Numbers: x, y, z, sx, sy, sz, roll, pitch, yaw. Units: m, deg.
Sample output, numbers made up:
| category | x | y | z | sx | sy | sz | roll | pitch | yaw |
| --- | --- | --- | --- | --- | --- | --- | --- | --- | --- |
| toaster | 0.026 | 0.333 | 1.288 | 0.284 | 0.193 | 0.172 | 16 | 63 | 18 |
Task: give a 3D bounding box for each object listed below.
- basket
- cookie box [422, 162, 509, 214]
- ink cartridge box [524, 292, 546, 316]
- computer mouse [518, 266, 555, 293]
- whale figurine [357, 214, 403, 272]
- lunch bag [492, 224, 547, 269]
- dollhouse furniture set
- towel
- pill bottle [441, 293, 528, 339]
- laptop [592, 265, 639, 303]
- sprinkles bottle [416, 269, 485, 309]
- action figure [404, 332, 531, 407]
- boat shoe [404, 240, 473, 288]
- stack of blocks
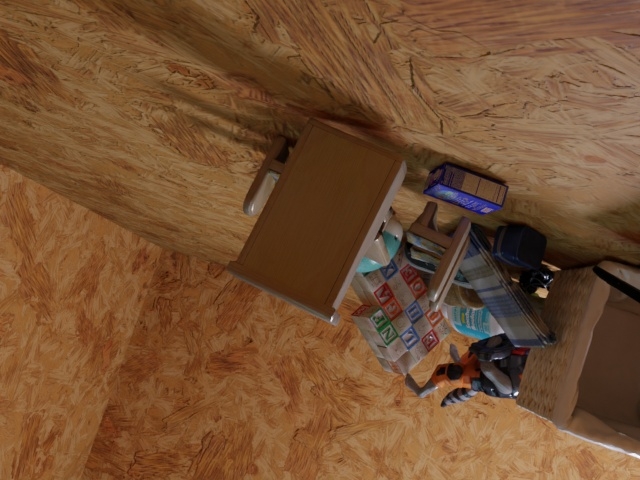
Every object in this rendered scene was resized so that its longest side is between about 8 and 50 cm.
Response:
| category | x | y | z | sx | sy | sz | roll | pitch | yaw |
| --- | --- | --- | --- | --- | --- | --- | --- | --- | --- |
| basket | 0.601 | 0.244 | 1.594 | 0.329 | 0.331 | 0.266 | 18 | 173 | -6 |
| cookie box | 0.226 | -0.079 | 1.281 | 0.107 | 0.040 | 0.092 | 20 | 172 | -6 |
| ink cartridge box | 0.483 | 0.150 | 1.916 | 0.171 | 0.056 | 0.235 | 11 | -154 | -12 |
| computer mouse | 0.574 | 0.135 | 1.807 | 0.272 | 0.072 | 0.188 | 17 | 171 | 4 |
| whale figurine | 0.035 | -0.016 | 1.722 | 0.272 | 0.141 | 0.216 | 13 | 170 | 31 |
| lunch bag | 0.360 | 0.012 | 1.490 | 0.098 | 0.067 | 0.065 | 24 | 170 | -42 |
| dollhouse furniture set | 0.028 | 0.007 | 1.344 | 0.362 | 0.256 | 0.394 | 25 | 173 | 14 |
| towel | 0.354 | 0.095 | 1.649 | 0.285 | 0.034 | 0.209 | 55 | 171 | 4 |
| pill bottle | 0.431 | 0.188 | 2.142 | 0.146 | 0.146 | 0.264 | 23 | 174 | -30 |
| laptop | 0.707 | 0.095 | 1.213 | 0.382 | 0.236 | 0.408 | 26 | -170 | -23 |
| sprinkles bottle | 0.276 | 0.099 | 2.015 | 0.121 | 0.121 | 0.355 | 22 | 170 | -26 |
| action figure | 0.414 | 0.296 | 1.884 | 0.341 | 0.178 | 0.330 | -6 | 178 | -43 |
| boat shoe | 0.290 | 0.042 | 1.816 | 0.229 | 0.080 | 0.076 | 19 | 161 | 26 |
| stack of blocks | 0.161 | 0.145 | 1.922 | 0.297 | 0.171 | 0.087 | 59 | 156 | -16 |
